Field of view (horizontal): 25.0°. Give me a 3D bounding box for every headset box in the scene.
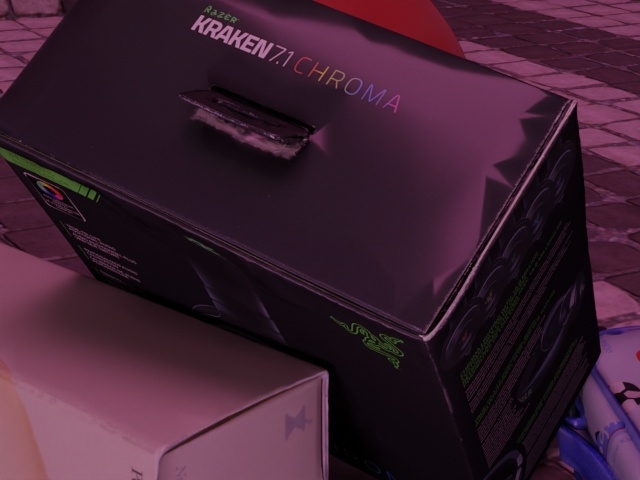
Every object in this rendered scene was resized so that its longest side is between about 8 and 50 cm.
[{"bbox_3d":[0.000,0.000,0.729,0.246,0.283,0.131,25,70,23],"label":"headset box"}]

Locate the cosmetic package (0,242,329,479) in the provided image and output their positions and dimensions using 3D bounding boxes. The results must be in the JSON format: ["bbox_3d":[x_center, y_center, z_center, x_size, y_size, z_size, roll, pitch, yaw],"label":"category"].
[{"bbox_3d":[-0.145,0.108,0.746,0.309,0.160,0.113,17,26,40],"label":"cosmetic package"}]

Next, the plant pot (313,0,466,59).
[{"bbox_3d":[-0.041,-0.085,1.191,0.275,0.274,0.243,12,30,28],"label":"plant pot"}]

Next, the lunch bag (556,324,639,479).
[{"bbox_3d":[0.260,0.134,0.772,0.243,0.114,0.303,-5,18,-4],"label":"lunch bag"}]

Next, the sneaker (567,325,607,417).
[{"bbox_3d":[0.152,0.090,0.940,0.098,0.083,0.223,10,19,8],"label":"sneaker"}]
